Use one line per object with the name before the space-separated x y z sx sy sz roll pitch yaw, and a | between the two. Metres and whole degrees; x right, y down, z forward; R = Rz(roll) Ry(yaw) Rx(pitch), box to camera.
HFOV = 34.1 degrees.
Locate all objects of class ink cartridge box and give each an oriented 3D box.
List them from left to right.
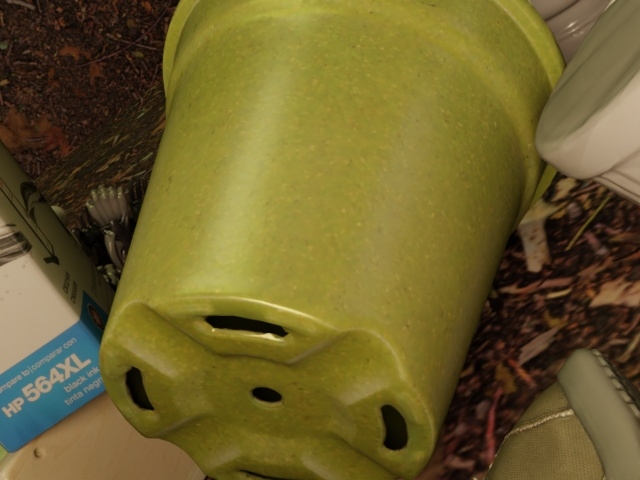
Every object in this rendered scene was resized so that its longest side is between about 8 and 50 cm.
ink cartridge box | -0.210 0.001 0.624 0.086 0.203 0.148 -32 22 -1

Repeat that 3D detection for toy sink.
toy sink | -0.212 0.168 0.722 0.234 0.131 0.153 -22 23 35

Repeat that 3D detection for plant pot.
plant pot | 0.000 0.000 0.612 0.276 0.276 0.254 -22 36 36

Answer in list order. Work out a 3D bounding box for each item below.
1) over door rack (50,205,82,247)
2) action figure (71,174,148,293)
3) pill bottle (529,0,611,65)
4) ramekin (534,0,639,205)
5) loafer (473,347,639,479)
over door rack | -0.290 0.056 0.827 0.239 0.324 0.108 -34 57 51
action figure | -0.261 0.019 1.150 0.164 0.141 0.276 -20 21 11
pill bottle | 0.171 -0.269 0.910 0.136 0.246 0.136 -32 20 13
ramekin | 0.237 -0.116 0.510 0.273 0.127 0.273 -54 2 3
loafer | 0.108 0.130 0.350 0.087 0.094 0.251 -44 12 15
